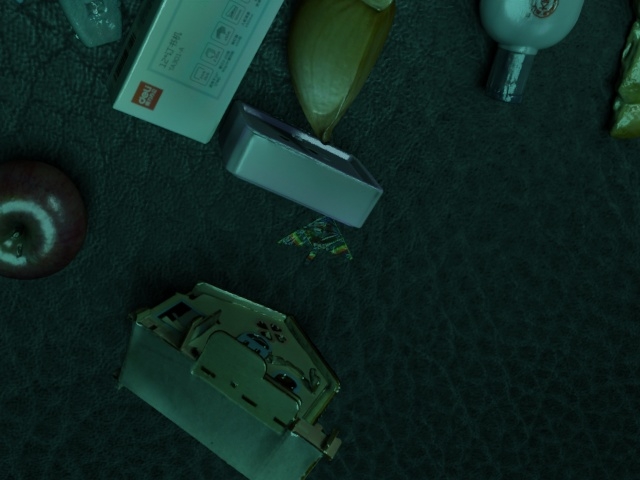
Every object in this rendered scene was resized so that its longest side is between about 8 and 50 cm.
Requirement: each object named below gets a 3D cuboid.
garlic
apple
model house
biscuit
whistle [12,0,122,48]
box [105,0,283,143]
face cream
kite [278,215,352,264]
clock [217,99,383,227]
[{"bbox_3d":[0.026,-0.239,0.880,0.115,0.128,0.207,-24,139,-48],"label":"garlic"},{"bbox_3d":[-0.377,-0.029,0.898,0.153,0.120,0.153,-4,112,-10],"label":"apple"},{"bbox_3d":[-0.098,0.187,1.010,0.326,0.244,0.169,33,107,10],"label":"model house"},{"bbox_3d":[0.493,-0.292,0.985,0.154,0.045,0.299,-10,119,-8],"label":"biscuit"},{"bbox_3d":[-0.277,-0.346,0.766,0.180,0.093,0.269,-28,124,-25],"label":"whistle"},{"bbox_3d":[-0.139,-0.260,0.833,0.135,0.079,0.269,17,114,-35],"label":"box"},{"bbox_3d":[0.276,-0.325,0.905,0.144,0.071,0.291,6,116,-15],"label":"face cream"},{"bbox_3d":[0.000,0.000,1.057,0.122,0.004,0.090,18,112,-20],"label":"kite"},{"bbox_3d":[-0.030,-0.101,0.914,0.197,0.150,0.063,23,108,-22],"label":"clock"}]
